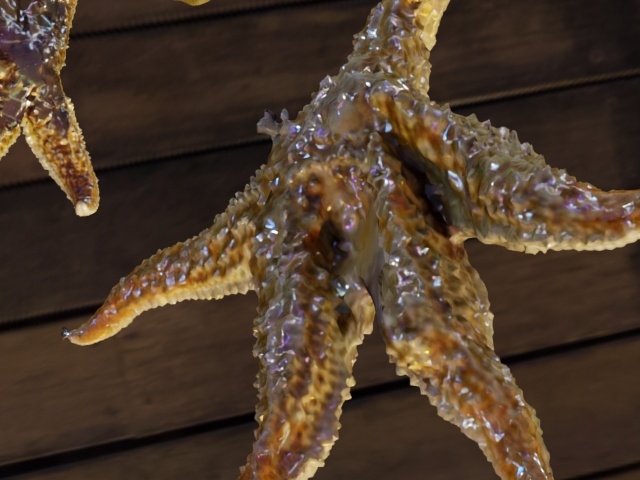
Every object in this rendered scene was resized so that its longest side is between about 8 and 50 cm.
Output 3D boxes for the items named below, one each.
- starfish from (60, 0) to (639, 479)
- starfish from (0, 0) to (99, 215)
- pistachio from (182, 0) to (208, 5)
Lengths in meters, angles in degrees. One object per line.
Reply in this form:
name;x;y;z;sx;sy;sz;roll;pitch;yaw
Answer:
starfish;0.009;0.006;0.652;0.301;0.293;0.084;-43;125;9
starfish;-0.229;-0.120;1.174;0.216;0.071;0.238;-44;106;-29
pistachio;-0.121;-0.257;1.331;0.173;0.089;0.049;39;27;25
